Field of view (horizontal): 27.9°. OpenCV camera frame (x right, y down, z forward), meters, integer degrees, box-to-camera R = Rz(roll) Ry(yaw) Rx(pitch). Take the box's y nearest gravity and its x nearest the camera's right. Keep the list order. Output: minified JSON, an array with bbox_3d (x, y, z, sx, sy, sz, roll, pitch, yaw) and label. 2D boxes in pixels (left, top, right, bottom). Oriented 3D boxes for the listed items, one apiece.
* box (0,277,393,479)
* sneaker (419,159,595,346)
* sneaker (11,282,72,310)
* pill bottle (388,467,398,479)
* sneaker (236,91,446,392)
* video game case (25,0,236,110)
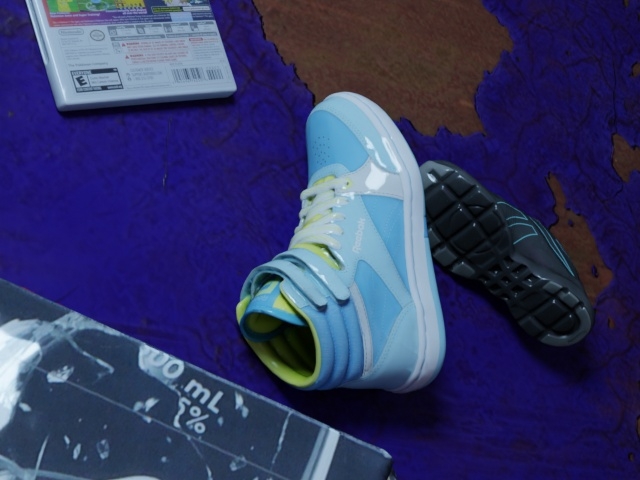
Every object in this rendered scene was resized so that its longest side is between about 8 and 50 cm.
[{"bbox_3d":[-0.275,0.279,0.753,0.480,0.297,0.471,24,54,-4],"label":"box"},{"bbox_3d":[0.202,0.007,1.455,0.267,0.101,0.106,46,29,-11],"label":"sneaker"},{"bbox_3d":[-0.290,0.058,1.028,0.279,0.118,0.107,24,60,-27],"label":"sneaker"},{"bbox_3d":[-0.046,0.222,1.140,0.219,0.123,0.122,23,59,-28],"label":"pill bottle"},{"bbox_3d":[0.000,0.000,1.268,0.208,0.127,0.319,-3,73,-39],"label":"sneaker"},{"bbox_3d":[-0.194,-0.222,1.283,0.201,0.023,0.183,-10,78,-38],"label":"video game case"}]
